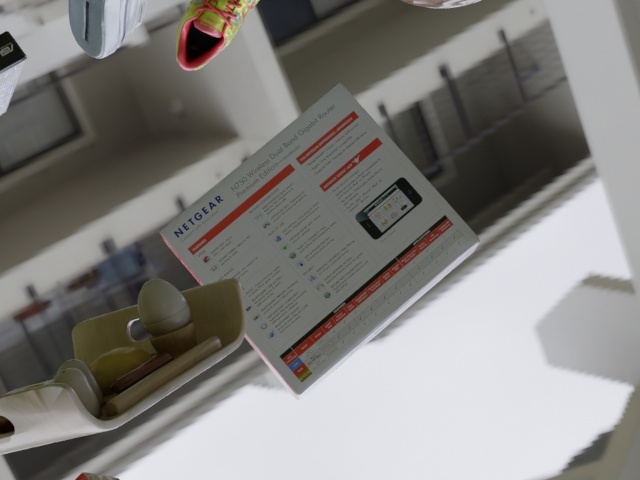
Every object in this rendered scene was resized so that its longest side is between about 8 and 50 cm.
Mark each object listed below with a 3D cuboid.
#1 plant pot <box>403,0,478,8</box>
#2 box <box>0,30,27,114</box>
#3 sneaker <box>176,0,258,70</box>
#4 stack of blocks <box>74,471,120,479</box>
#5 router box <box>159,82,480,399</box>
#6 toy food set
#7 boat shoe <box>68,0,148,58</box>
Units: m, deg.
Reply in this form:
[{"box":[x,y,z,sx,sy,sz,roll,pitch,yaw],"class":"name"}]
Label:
[{"box":[0.150,-0.361,1.251,0.263,0.263,0.229,-31,-169,-24],"class":"plant pot"},{"box":[-0.425,-0.143,1.529,0.184,0.045,0.190,-38,-179,-26],"class":"box"},{"box":[-0.115,-0.284,1.647,0.208,0.081,0.094,-58,-170,36],"class":"sneaker"},{"box":[-0.297,0.424,1.525,0.297,0.171,0.087,-46,156,4],"class":"stack of blocks"},{"box":[0.000,0.000,1.919,0.335,0.301,0.082,-39,172,-7],"class":"router box"},{"box":[-0.229,0.114,1.277,0.219,0.092,0.306,-16,-174,28],"class":"toy food set"},{"box":[-0.199,-0.271,1.321,0.076,0.083,0.226,-42,170,-30],"class":"boat shoe"}]
